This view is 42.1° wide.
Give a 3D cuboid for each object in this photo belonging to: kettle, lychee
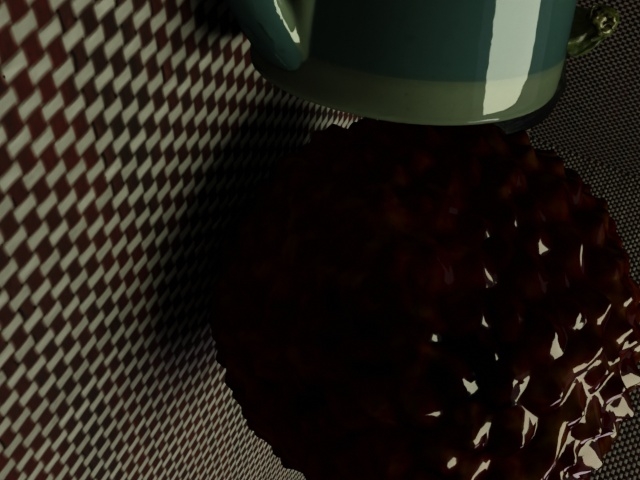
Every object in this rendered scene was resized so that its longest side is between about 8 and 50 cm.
[{"bbox_3d":[0.052,-0.273,0.569,0.320,0.247,0.342,-21,130,-34],"label":"kettle"},{"bbox_3d":[0.094,0.060,0.859,0.425,0.500,0.424,-15,131,-18],"label":"lychee"}]

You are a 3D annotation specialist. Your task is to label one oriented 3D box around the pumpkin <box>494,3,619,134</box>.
[{"bbox_3d":[0.273,-0.287,1.159,0.295,0.296,0.295,-58,164,-28],"label":"pumpkin"}]
